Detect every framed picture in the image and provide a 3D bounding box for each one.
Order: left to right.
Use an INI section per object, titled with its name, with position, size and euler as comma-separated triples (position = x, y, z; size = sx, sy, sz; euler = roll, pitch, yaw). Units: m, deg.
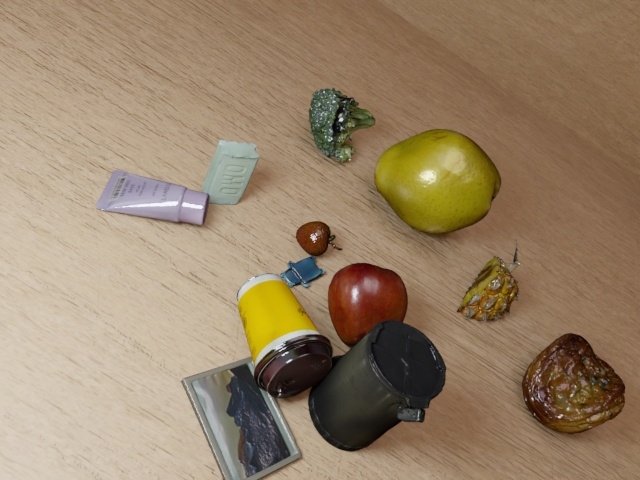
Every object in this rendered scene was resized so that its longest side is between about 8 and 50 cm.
[framed picture]
position = -0.176, 0.400, 1.219
size = 0.192, 0.018, 0.266
euler = -12, 60, -40

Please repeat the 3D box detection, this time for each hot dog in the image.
[hot dog]
position = 0.798, 0.437, 1.687
size = 0.387, 0.174, 0.267
euler = -17, 61, -40

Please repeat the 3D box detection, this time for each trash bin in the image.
[trash bin]
position = 0.122, 0.335, 1.255
size = 0.202, 0.302, 0.252
euler = 8, 50, -26

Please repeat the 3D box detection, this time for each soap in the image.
[soap]
position = -0.260, -0.190, 1.549
size = 0.114, 0.198, 0.063
euler = 1, 52, -29

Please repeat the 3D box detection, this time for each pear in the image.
[pear]
position = 0.404, -0.206, 1.878
size = 0.417, 0.363, 0.362
euler = 15, 39, 18

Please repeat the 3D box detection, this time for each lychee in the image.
[lychee]
position = -0.006, 0.001, 1.611
size = 0.140, 0.101, 0.114
euler = 36, 25, -2

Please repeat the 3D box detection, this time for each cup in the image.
[cup]
position = -0.097, 0.221, 1.304
size = 0.196, 0.197, 0.280
euler = 0, 42, -32

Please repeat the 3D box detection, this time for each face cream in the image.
[face cream]
position = -0.441, -0.111, 1.457
size = 0.273, 0.096, 0.154
euler = 11, 50, -7

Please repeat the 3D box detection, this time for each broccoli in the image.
[broccoli]
position = 0.089, -0.423, 1.943
size = 0.243, 0.247, 0.263
euler = -14, 80, -32

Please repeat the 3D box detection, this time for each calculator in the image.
[calculator]
position = -0.052, 0.093, 1.565
size = 0.141, 0.019, 0.094
euler = -23, 67, -41

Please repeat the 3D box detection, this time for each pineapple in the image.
[pineapple]
position = 0.612, 0.159, 1.825
size = 0.161, 0.158, 0.334
euler = 43, 43, 8

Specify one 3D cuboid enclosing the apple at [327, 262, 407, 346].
[apple]
position = 0.128, 0.172, 1.472
size = 0.233, 0.234, 0.234
euler = 17, 46, -19
